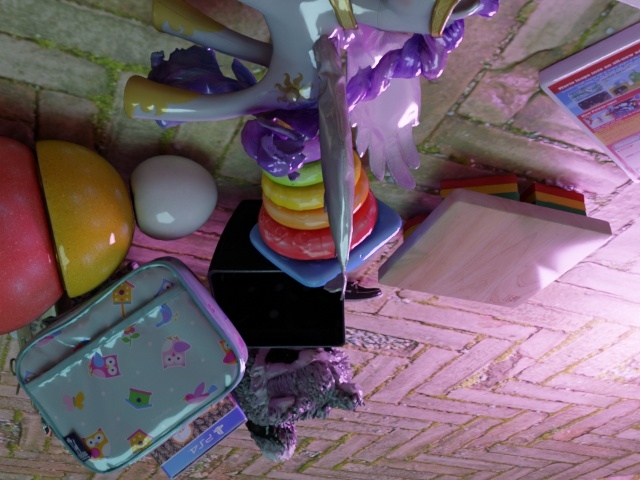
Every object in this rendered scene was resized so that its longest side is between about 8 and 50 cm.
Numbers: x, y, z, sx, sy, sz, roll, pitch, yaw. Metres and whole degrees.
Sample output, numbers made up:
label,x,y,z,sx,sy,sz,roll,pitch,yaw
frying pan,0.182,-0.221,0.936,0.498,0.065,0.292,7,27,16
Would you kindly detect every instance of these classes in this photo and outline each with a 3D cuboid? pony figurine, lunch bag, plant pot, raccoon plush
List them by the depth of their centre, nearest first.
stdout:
label,x,y,z,sx,sy,sz,roll,pitch,yaw
pony figurine,-0.010,-0.167,0.838,0.363,0.303,0.351,12,129,11
lunch bag,-0.258,0.163,1.156,0.279,0.224,0.108,-35,-171,1
plant pot,-0.058,0.039,1.275,0.187,0.167,0.188,-1,140,1
raccoon plush,-0.026,0.297,1.514,0.216,0.299,0.447,-25,128,-10

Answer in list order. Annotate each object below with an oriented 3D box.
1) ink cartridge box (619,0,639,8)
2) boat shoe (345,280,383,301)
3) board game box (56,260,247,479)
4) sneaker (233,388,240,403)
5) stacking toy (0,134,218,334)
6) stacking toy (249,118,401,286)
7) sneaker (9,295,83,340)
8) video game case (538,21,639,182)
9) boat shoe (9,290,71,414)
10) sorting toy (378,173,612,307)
label,x,y,z,sx,sy,sz,roll,pitch,yaw
ink cartridge box,0.267,-0.312,0.766,0.219,0.093,0.160,12,148,-20
boat shoe,0.046,0.089,1.511,0.125,0.038,0.046,-5,-178,9
board game box,-0.264,0.189,1.339,0.141,0.291,0.232,-37,-174,-8
sneaker,-0.160,0.278,1.741,0.111,0.131,0.296,-16,148,21
stacking toy,-0.366,-0.017,1.116,0.479,0.351,0.351,-10,152,-14
stacking toy,-0.019,-0.107,1.078,0.175,0.165,0.302,-35,138,-21
sneaker,-0.426,0.150,1.549,0.271,0.100,0.108,12,142,-21
video game case,0.432,-0.176,1.075,0.204,0.025,0.285,-23,143,34
boat shoe,-0.474,0.162,1.450,0.089,0.286,0.104,5,-168,2
sorting toy,0.251,-0.007,1.297,0.255,0.090,0.257,11,148,-19
